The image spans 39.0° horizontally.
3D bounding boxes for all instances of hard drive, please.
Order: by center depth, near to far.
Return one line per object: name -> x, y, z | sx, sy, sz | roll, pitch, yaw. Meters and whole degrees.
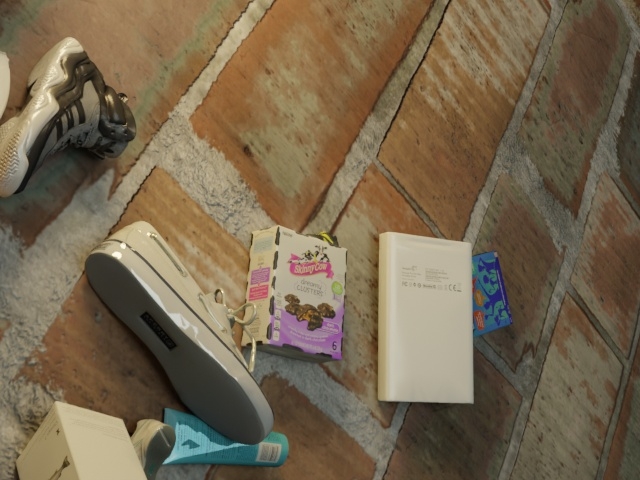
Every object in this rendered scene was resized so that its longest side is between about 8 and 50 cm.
hard drive -> 0.199, 0.148, 1.694 | 0.203, 0.040, 0.307 | 7, 78, -30

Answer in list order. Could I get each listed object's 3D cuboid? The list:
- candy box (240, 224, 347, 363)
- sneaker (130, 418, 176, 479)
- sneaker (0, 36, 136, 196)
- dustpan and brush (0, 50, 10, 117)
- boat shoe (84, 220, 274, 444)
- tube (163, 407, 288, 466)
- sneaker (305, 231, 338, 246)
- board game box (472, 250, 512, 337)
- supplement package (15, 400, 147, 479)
candy box -> -0.040, 0.091, 1.489 | 0.165, 0.070, 0.196 | 18, 68, -41
sneaker -> -0.253, 0.316, 1.238 | 0.054, 0.061, 0.152 | 38, 75, -41
sneaker -> -0.336, -0.142, 1.216 | 0.153, 0.101, 0.268 | 39, 46, -31
dustpan and brush -> -0.461, -0.148, 1.149 | 0.147, 0.060, 0.211 | 8, 67, -57
boat shoe -> -0.173, 0.121, 1.317 | 0.367, 0.136, 0.156 | 50, 43, -9
tube -> -0.144, 0.304, 1.352 | 0.207, 0.052, 0.080 | 17, 56, -36
sneaker -> 0.000, 0.000, 1.585 | 0.083, 0.031, 0.035 | 23, 51, -44
board game box -> 0.300, 0.115, 1.838 | 0.210, 0.047, 0.160 | -12, 89, -44
supplement package -> -0.286, 0.299, 1.099 | 0.105, 0.179, 0.105 | 28, 102, -38
